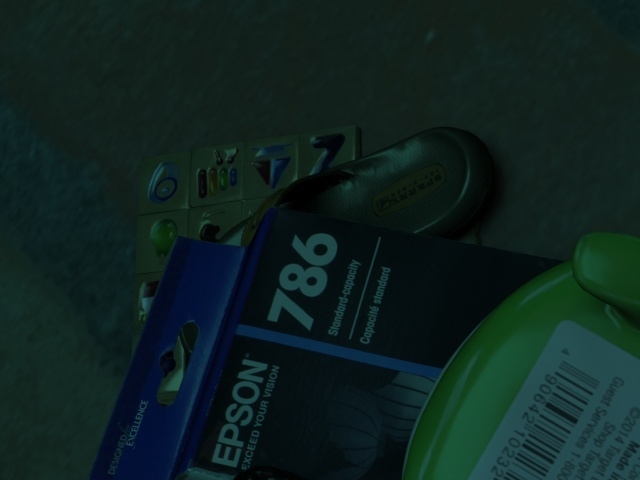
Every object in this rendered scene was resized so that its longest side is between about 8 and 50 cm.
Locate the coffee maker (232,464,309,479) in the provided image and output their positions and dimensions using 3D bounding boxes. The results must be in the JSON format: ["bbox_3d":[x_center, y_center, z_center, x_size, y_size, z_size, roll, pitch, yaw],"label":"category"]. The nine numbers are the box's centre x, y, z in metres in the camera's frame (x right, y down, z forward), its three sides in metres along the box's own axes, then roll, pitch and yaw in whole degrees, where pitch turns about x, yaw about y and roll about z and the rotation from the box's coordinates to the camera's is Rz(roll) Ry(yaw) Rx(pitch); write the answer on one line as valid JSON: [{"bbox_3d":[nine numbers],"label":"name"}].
[{"bbox_3d":[-0.025,0.201,0.825,0.171,0.178,0.120,-29,61,2],"label":"coffee maker"}]

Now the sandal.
[{"bbox_3d":[0.000,0.000,1.064,0.219,0.060,0.090,-29,64,19],"label":"sandal"}]

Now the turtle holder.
[{"bbox_3d":[0.193,0.123,0.740,0.320,0.227,0.243,1,84,4],"label":"turtle holder"}]

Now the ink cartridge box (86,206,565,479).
[{"bbox_3d":[0.048,0.081,0.948,0.333,0.065,0.165,9,63,14],"label":"ink cartridge box"}]

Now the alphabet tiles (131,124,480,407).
[{"bbox_3d":[-0.013,0.028,1.105,0.237,0.009,0.198,-7,72,26],"label":"alphabet tiles"}]
